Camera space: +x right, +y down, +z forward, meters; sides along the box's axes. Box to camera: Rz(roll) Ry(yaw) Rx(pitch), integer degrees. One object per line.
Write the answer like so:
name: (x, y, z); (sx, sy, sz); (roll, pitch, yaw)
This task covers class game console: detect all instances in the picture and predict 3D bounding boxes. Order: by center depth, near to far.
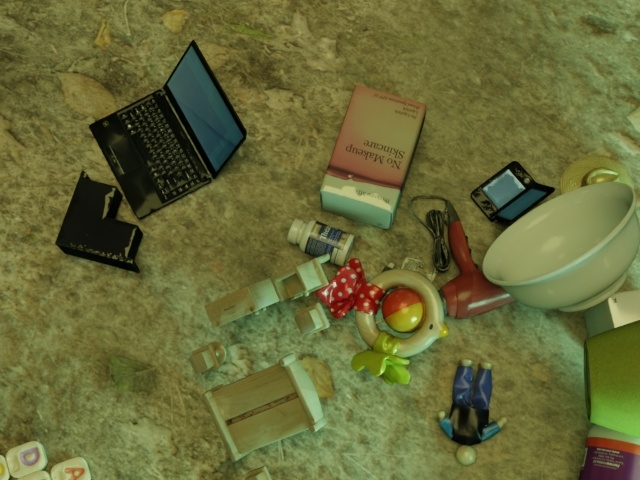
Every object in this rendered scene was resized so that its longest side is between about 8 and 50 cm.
game console: (0.372, -0.094, 1.838); (0.122, 0.071, 0.107); (-36, 77, -9)

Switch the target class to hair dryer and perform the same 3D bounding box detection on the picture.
hair dryer: (0.274, 0.040, 1.799); (0.294, 0.080, 0.223); (25, 76, 8)

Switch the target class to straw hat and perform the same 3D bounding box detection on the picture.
straw hat: (0.547, -0.113, 1.845); (0.145, 0.061, 0.144); (0, 74, 2)

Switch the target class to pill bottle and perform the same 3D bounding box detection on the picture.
pill bottle: (0.521, 0.486, 1.614); (0.182, 0.181, 0.322); (14, 75, 5)
pill bottle: (0.000, 0.000, 1.823); (0.120, 0.067, 0.067); (21, 76, 7)

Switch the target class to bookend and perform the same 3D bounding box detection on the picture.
bookend: (-0.410, -0.036, 1.841); (0.156, 0.072, 0.157); (14, 74, 4)

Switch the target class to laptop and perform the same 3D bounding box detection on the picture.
laptop: (-0.304, -0.215, 1.856); (0.264, 0.136, 0.234); (-28, 75, -6)

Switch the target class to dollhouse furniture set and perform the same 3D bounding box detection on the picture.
dollhouse furniture set: (-0.043, 0.239, 1.709); (0.303, 0.174, 0.355); (-25, 87, 29)

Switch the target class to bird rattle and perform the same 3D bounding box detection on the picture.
bird rattle: (0.124, 0.138, 1.751); (0.207, 0.143, 0.253); (-24, 64, 8)

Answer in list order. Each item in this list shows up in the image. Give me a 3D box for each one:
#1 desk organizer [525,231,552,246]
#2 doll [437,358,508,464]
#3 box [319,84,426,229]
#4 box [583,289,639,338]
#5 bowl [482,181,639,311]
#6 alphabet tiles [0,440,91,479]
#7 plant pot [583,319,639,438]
desk organizer: (0.417, -0.021, 1.830); (0.130, 0.047, 0.050); (-28, 73, -6)
doll: (0.280, 0.318, 1.737); (0.129, 0.046, 0.188); (10, 74, 5)
box: (0.102, -0.160, 1.835); (0.149, 0.127, 0.232); (17, 75, 6)
box: (0.567, 0.148, 1.713); (0.130, 0.170, 0.091); (-8, 74, 0)
bowl: (0.447, 0.033, 1.675); (0.298, 0.298, 0.134); (-36, 106, -8)
alphabet tiles: (-0.538, 0.519, 1.715); (0.278, 0.021, 0.284); (-19, 74, -4)
plant pot: (0.582, 0.223, 1.528); (0.294, 0.275, 0.274); (-2, 74, 12)
